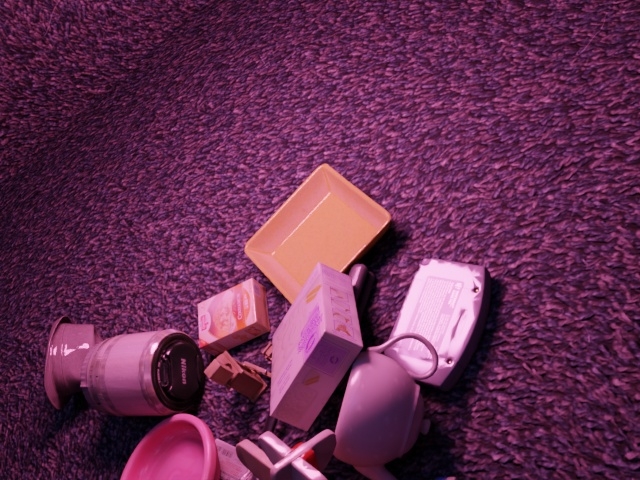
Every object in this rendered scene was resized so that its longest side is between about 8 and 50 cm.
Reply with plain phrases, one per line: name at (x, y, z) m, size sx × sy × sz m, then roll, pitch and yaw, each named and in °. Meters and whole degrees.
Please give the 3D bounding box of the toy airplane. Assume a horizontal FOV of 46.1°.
toy airplane at (-0.012, 0.540, 1.489) m, size 0.384 × 0.273 × 0.386 m, roll -39°, pitch 64°, yaw 44°

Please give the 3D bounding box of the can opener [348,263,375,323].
can opener at (0.051, 0.188, 1.822) m, size 0.093 × 0.074 × 0.280 m, roll 8°, pitch 65°, yaw 40°

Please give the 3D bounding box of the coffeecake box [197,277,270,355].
coffeecake box at (-0.235, 0.206, 2.019) m, size 0.186 × 0.068 × 0.142 m, roll -26°, pitch 50°, yaw 20°

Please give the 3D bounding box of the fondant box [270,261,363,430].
fondant box at (-0.016, 0.226, 1.686) m, size 0.238 × 0.096 × 0.330 m, roll -59°, pitch 15°, yaw 19°

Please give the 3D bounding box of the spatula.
spatula at (-0.153, 0.511, 1.747) m, size 0.084 × 0.030 × 0.296 m, roll 7°, pitch 65°, yaw 40°

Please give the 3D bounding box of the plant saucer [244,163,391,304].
plant saucer at (0.000, 0.000, 1.983) m, size 0.333 × 0.081 × 0.333 m, roll -47°, pitch 45°, yaw 0°

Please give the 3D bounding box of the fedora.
fedora at (-0.701, 0.347, 2.185) m, size 0.124 × 0.243 × 0.275 m, roll -5°, pitch 43°, yaw -1°

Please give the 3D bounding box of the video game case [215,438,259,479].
video game case at (-0.216, 0.587, 1.779) m, size 0.201 × 0.023 × 0.183 m, roll 12°, pitch 68°, yaw 39°

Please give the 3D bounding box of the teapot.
teapot at (0.138, 0.356, 1.565) m, size 0.187 × 0.256 × 0.252 m, roll 14°, pitch 41°, yaw 6°

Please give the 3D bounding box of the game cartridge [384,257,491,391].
game cartridge at (0.267, 0.185, 1.685) m, size 0.196 × 0.060 × 0.294 m, roll 8°, pitch 66°, yaw 43°

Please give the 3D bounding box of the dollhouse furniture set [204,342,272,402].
dollhouse furniture set at (-0.189, 0.282, 1.854) m, size 0.161 × 0.182 × 0.101 m, roll -49°, pitch 45°, yaw -2°

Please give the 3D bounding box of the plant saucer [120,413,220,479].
plant saucer at (-0.357, 0.588, 1.809) m, size 0.332 × 0.084 × 0.332 m, roll -28°, pitch 43°, yaw 29°

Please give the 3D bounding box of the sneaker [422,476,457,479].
sneaker at (0.221, 0.537, 1.471) m, size 0.085 × 0.058 × 0.152 m, roll -7°, pitch 53°, yaw 25°

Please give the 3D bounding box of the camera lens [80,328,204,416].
camera lens at (-0.461, 0.351, 1.977) m, size 0.274 × 0.219 × 0.219 m, roll -10°, pitch 56°, yaw 31°
